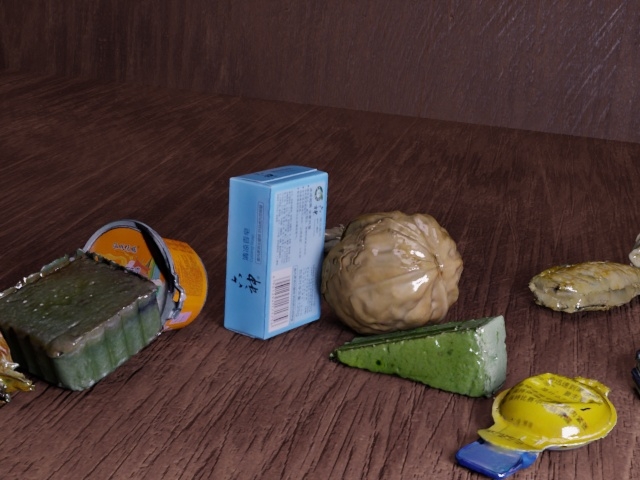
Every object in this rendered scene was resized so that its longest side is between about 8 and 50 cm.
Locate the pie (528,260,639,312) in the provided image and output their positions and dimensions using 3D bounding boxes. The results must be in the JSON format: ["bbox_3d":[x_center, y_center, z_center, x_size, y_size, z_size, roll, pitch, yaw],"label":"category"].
[{"bbox_3d":[0.466,0.072,2.107,0.129,0.068,0.282,20,18,40],"label":"pie"}]

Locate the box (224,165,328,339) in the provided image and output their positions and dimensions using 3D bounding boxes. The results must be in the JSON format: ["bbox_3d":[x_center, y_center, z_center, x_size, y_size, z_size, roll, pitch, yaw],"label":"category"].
[{"bbox_3d":[-0.065,0.015,1.835,0.083,0.232,0.142,12,17,34],"label":"box"}]

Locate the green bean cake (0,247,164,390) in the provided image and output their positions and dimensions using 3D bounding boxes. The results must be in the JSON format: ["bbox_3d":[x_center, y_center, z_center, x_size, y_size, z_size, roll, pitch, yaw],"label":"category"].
[{"bbox_3d":[-0.318,0.106,1.624,0.173,0.094,0.181,20,41,34],"label":"green bean cake"}]

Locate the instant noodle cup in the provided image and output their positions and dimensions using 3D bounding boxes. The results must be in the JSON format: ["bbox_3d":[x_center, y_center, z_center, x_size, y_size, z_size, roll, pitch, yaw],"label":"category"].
[{"bbox_3d":[-0.239,0.061,1.764,0.208,0.177,0.125,31,14,29],"label":"instant noodle cup"}]

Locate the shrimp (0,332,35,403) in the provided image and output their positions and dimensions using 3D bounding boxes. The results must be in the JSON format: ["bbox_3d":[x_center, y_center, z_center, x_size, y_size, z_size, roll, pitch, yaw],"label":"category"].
[{"bbox_3d":[-0.436,0.136,1.550,0.217,0.115,0.051,21,-13,29],"label":"shrimp"}]

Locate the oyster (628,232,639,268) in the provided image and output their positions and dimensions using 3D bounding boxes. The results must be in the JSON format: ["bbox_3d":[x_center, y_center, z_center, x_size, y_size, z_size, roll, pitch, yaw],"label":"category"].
[{"bbox_3d":[0.712,0.031,2.225,0.351,0.114,0.238,6,14,-12],"label":"oyster"}]

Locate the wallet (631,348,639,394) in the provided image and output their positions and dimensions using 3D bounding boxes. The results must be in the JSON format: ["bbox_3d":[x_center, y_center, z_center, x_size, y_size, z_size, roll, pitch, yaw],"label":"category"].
[{"bbox_3d":[0.558,0.201,1.675,0.250,0.075,0.176,3,22,-6],"label":"wallet"}]

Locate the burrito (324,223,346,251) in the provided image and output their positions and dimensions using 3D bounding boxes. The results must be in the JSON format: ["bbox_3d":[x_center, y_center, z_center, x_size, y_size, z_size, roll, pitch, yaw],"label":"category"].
[{"bbox_3d":[0.000,0.002,2.252,0.051,0.042,0.171,22,20,38],"label":"burrito"}]

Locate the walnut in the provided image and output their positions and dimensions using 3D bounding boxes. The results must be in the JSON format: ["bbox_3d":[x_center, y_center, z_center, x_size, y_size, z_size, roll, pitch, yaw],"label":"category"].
[{"bbox_3d":[0.105,0.050,1.834,0.198,0.198,0.245,-4,-12,-30],"label":"walnut"}]

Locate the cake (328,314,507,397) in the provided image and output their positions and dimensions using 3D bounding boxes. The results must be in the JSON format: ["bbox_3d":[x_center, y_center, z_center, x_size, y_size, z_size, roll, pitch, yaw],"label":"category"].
[{"bbox_3d":[0.135,0.137,1.716,0.235,0.099,0.100,11,15,23],"label":"cake"}]

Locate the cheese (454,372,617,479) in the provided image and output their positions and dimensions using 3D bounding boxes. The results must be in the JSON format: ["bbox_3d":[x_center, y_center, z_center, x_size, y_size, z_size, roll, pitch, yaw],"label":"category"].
[{"bbox_3d":[0.261,0.223,1.516,0.156,0.064,0.250,18,30,42],"label":"cheese"}]
